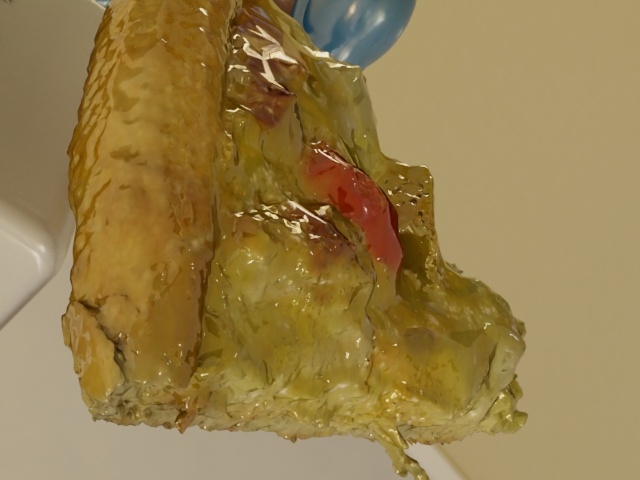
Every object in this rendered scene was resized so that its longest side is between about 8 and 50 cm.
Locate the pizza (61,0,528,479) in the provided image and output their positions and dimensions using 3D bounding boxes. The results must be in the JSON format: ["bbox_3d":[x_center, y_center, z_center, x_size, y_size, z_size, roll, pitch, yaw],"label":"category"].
[{"bbox_3d":[0.013,-0.003,0.624,0.075,0.287,0.280,-28,45,29],"label":"pizza"}]

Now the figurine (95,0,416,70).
[{"bbox_3d":[-0.093,-0.149,1.181,0.416,0.298,0.243,25,88,59],"label":"figurine"}]

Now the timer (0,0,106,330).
[{"bbox_3d":[-0.232,-0.049,0.738,0.192,0.194,0.195,-41,24,32],"label":"timer"}]
